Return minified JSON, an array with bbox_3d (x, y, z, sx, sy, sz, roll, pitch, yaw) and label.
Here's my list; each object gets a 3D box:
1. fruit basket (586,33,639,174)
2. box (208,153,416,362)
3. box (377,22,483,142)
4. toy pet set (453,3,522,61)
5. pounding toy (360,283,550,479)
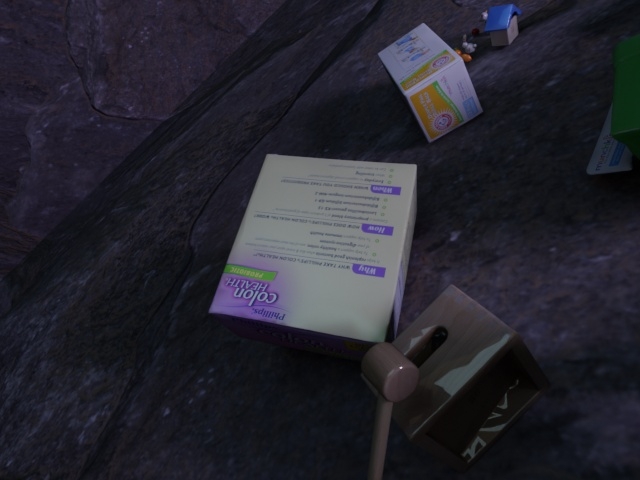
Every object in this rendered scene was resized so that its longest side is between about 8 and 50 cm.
[{"bbox_3d":[0.453,-0.225,0.386,0.352,0.166,0.327,-57,15,-9],"label":"fruit basket"},{"bbox_3d":[0.006,0.020,0.569,0.214,0.117,0.242,7,63,16],"label":"box"},{"bbox_3d":[0.193,-0.288,0.769,0.103,0.114,0.203,-29,38,16],"label":"box"},{"bbox_3d":[0.305,-0.399,0.799,0.114,0.065,0.122,19,60,44],"label":"toy pet set"},{"bbox_3d":[0.090,0.132,0.396,0.181,0.206,0.094,-45,38,-1],"label":"pounding toy"}]
